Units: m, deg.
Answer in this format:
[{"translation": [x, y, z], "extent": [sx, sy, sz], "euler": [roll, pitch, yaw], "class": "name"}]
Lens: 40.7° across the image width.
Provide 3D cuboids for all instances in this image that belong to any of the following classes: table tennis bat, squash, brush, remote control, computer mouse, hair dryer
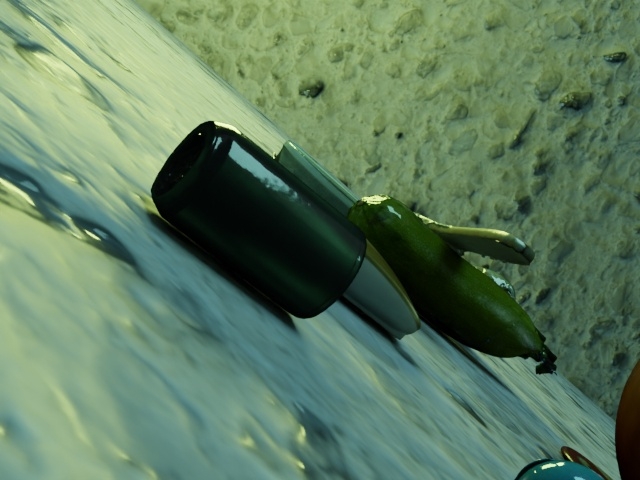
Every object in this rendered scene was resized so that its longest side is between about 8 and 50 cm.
[{"translation": [0.295, 0.253, 0.861], "extent": [0.154, 0.019, 0.098], "euler": [36, 8, -28], "class": "table tennis bat"}, {"translation": [0.149, 0.059, 0.966], "extent": [0.331, 0.087, 0.087], "euler": [36, 7, -24], "class": "squash"}, {"translation": [0.152, -0.003, 0.957], "extent": [0.085, 0.020, 0.336], "euler": [37, -4, -14], "class": "brush"}, {"translation": [0.036, -0.038, 1.105], "extent": [0.247, 0.052, 0.104], "euler": [40, 7, -27], "class": "remote control"}, {"translation": [0.001, -0.001, 0.633], "extent": [0.199, 0.045, 0.102], "euler": [40, 3, -24], "class": "computer mouse"}, {"translation": [-0.053, -0.026, 0.484], "extent": [0.100, 0.057, 0.197], "euler": [40, -3, -23], "class": "hair dryer"}]

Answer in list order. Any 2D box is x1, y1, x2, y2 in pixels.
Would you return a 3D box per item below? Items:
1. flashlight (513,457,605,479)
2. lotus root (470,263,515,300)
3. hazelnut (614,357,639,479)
[{"translation": [0.104, 0.131, 0.331], "extent": [0.051, 0.051, 0.129], "euler": [41, 12, -11], "class": "flashlight"}, {"translation": [0.180, 0.068, 1.098], "extent": [0.088, 0.088, 0.165], "euler": [37, -13, -38], "class": "lotus root"}, {"translation": [0.434, 0.189, 0.701], "extent": [0.359, 0.359, 0.409], "euler": [41, 1, -10], "class": "hazelnut"}]
